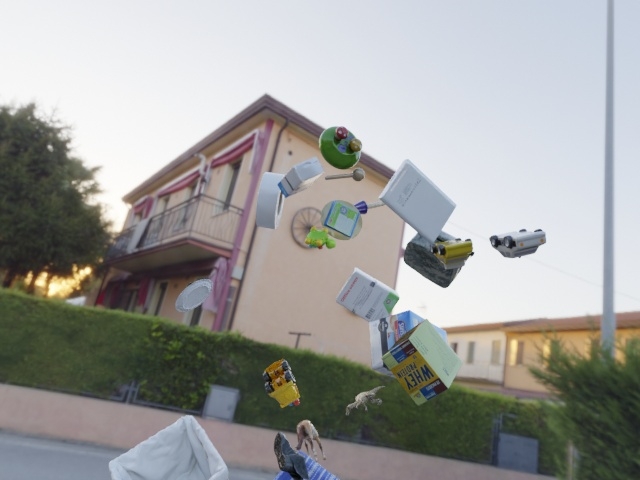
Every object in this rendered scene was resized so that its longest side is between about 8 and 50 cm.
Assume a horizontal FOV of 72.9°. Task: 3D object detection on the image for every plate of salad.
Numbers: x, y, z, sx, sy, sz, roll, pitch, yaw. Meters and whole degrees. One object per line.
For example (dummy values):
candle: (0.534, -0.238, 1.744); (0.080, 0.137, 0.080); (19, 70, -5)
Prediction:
plate of salad: (-0.588, 0.249, 2.003); (0.048, 0.200, 0.200); (42, -3, 25)

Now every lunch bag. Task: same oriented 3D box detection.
lunch bag: (0.624, 0.058, 2.294); (0.305, 0.256, 0.213); (32, -37, 28)

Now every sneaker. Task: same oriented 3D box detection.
sneaker: (-0.088, 0.673, 1.339); (0.089, 0.051, 0.170); (27, 11, -22)

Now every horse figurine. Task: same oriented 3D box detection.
horse figurine: (-0.047, 0.781, 1.719); (0.066, 0.174, 0.263); (-26, -33, 1)

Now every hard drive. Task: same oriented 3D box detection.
hard drive: (0.468, -0.185, 2.062); (0.353, 0.233, 0.047); (38, -11, -18)

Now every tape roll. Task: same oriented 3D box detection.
tape roll: (-0.251, -0.203, 2.201); (0.100, 0.286, 0.286); (9, -16, 1)

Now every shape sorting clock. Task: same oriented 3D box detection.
shape sorting clock: (0.098, -0.096, 2.026); (0.206, 0.206, 0.040); (16, -25, -15)

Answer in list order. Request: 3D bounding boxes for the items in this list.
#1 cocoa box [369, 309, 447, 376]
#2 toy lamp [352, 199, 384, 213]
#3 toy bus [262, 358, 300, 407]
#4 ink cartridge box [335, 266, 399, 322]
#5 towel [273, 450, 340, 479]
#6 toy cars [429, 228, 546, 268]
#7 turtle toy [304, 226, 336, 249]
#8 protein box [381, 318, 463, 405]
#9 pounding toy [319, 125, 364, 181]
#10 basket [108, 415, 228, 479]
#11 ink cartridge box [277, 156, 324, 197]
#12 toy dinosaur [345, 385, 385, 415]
cocoa box: (0.421, 0.503, 2.009); (0.228, 0.231, 0.347); (-25, -41, 34)
toy lamp: (0.300, -0.196, 2.348); (0.274, 0.080, 0.080); (-15, -6, -22)
toy bus: (-0.188, 0.772, 2.290); (0.211, 0.149, 0.220); (59, -3, -24)
ink cartridge box: (0.244, 0.295, 2.260); (0.272, 0.198, 0.115); (32, 10, 0)
towel: (-0.023, 0.790, 1.270); (0.336, 0.243, 0.040); (14, -50, 42)
toy cars: (0.483, 0.031, 1.285); (0.176, 0.087, 0.393); (-14, 2, -41)
turtle toy: (0.000, 0.000, 1.753); (0.130, 0.095, 0.066); (10, -44, 19)
protein box: (0.353, 0.414, 1.495); (0.136, 0.200, 0.201); (-45, -13, 30)
pounding toy: (0.100, -0.357, 1.689); (0.183, 0.237, 0.110); (0, -15, -26)
basket: (-0.519, 0.885, 1.550); (0.331, 0.266, 0.328); (-25, 33, -31)
ink cartridge box: (-0.090, -0.280, 1.938); (0.139, 0.082, 0.190); (-28, -2, -31)
toy dinosaur: (0.162, 0.528, 1.465); (0.183, 0.053, 0.092); (-25, 8, -26)
